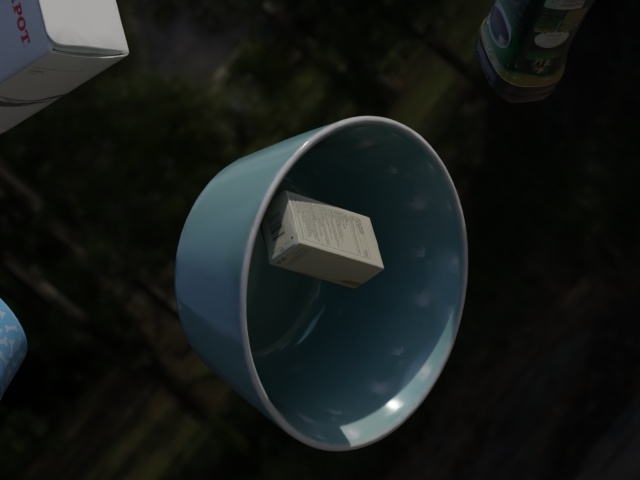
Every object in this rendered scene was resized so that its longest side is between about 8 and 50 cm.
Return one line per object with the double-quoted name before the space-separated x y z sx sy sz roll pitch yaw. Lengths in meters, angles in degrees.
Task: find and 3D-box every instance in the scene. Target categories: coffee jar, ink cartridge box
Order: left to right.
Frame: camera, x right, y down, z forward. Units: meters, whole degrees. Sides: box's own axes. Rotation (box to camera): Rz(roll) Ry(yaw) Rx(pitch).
"ink cartridge box" -0.352 -0.236 2.097 0.283 0.207 0.117 -25 -15 39
"coffee jar" 0.209 -0.220 1.890 0.079 0.096 0.184 -6 -36 -20

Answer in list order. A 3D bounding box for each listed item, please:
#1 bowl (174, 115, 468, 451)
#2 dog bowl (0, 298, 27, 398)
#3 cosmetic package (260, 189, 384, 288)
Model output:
"bowl" -0.019 0.033 1.868 0.163 0.311 0.311 8 47 42
"dog bowl" -0.468 0.074 2.309 0.074 0.297 0.166 -47 -8 -36
"cosmetic package" 0.000 0.000 1.777 0.041 0.060 0.115 -35 -36 32
